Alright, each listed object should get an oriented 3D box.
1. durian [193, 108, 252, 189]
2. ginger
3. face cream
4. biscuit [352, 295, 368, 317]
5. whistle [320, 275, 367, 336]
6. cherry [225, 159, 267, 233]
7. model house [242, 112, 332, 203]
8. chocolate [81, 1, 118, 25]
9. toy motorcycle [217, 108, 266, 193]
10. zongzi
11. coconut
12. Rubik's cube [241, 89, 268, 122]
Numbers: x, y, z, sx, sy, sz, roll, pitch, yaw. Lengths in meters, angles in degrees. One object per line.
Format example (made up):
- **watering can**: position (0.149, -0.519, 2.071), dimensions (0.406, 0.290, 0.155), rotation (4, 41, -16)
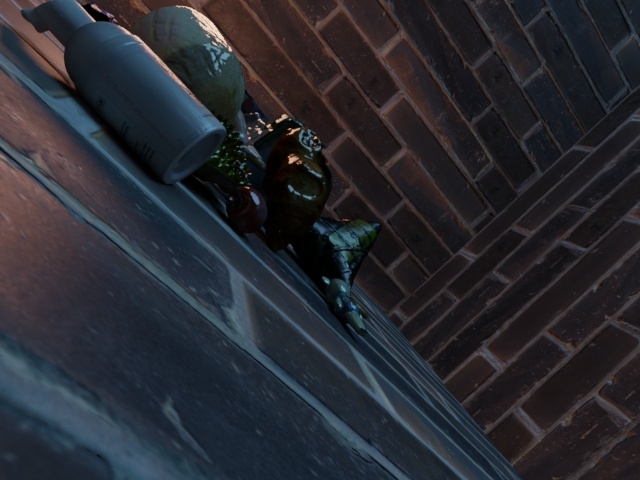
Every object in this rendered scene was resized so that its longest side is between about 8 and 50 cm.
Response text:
- **durian**: position (-0.259, -0.186, 1.069), dimensions (0.352, 0.169, 0.158), rotation (38, 34, -67)
- **ginger**: position (-0.093, -0.137, 1.370), dimensions (0.153, 0.274, 0.357), rotation (20, 49, -31)
- **face cream**: position (-0.339, -0.277, 0.820), dimensions (0.369, 0.145, 0.145), rotation (47, 2, -3)
- **biscuit**: position (0.129, 0.245, 2.078), dimensions (0.247, 0.029, 0.118), rotation (48, 2, 41)
- **whistle**: position (0.069, 0.188, 1.359), dimensions (0.114, 0.077, 0.235), rotation (34, 15, -36)
- **cherry**: position (-0.164, -0.080, 1.035), dimensions (0.225, 0.090, 0.106), rotation (94, -7, -72)
- **model house**: position (-0.187, -0.273, 1.663), dimensions (0.339, 0.297, 0.360), rotation (45, -7, 47)
- **chocolate**: position (-0.774, -0.750, 1.761), dimensions (0.149, 0.126, 0.343), rotation (8, -3, 10)
- **toy motorcycle**: position (-0.291, -0.303, 1.368), dimensions (0.340, 0.223, 0.108), rotation (49, 5, 7)
- **zongzi**: position (0.000, 0.000, 1.645), dimensions (0.362, 0.319, 0.383), rotation (49, 20, -3)
- **coconut**: position (-0.340, -0.391, 1.153), dimensions (0.329, 0.329, 0.329), rotation (47, 2, -2)
- **Rubik's cube**: position (-0.435, -0.534, 1.927), dimensions (0.292, 0.287, 0.293), rotation (48, 3, 14)
